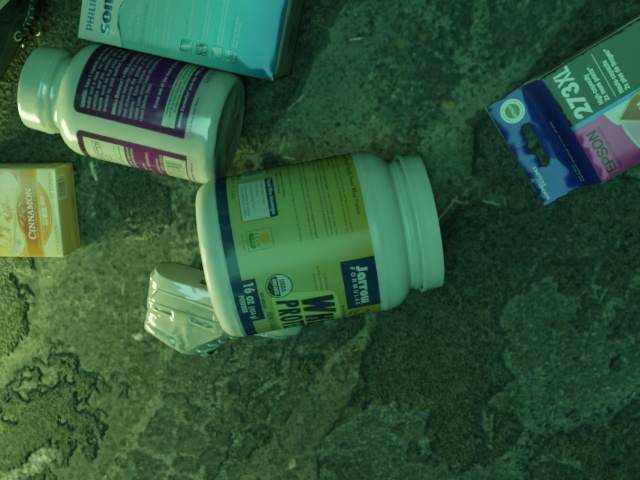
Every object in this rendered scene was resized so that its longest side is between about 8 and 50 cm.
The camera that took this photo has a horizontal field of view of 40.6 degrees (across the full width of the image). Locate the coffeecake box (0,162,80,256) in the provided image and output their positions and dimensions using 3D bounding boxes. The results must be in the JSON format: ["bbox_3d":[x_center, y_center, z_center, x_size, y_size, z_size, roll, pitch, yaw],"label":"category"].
[{"bbox_3d":[-0.490,-0.050,1.389,0.185,0.068,0.143,0,104,10],"label":"coffeecake box"}]

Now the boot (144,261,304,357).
[{"bbox_3d":[-0.155,0.130,1.372,0.258,0.095,0.124,19,113,11],"label":"boot"}]

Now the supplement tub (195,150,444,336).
[{"bbox_3d":[0.000,0.000,1.222,0.316,0.228,0.229,-11,101,0],"label":"supplement tub"}]

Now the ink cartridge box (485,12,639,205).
[{"bbox_3d":[0.435,-0.208,1.205,0.370,0.069,0.176,-31,96,17],"label":"ink cartridge box"}]

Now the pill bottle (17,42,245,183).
[{"bbox_3d":[-0.275,-0.194,1.269,0.301,0.169,0.169,14,105,6],"label":"pill bottle"}]

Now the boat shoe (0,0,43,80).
[{"bbox_3d":[-0.512,-0.357,1.285,0.186,0.156,0.500,29,94,7],"label":"boat shoe"}]

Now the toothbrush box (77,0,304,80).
[{"bbox_3d":[-0.175,-0.366,1.234,0.295,0.126,0.217,12,105,6],"label":"toothbrush box"}]
